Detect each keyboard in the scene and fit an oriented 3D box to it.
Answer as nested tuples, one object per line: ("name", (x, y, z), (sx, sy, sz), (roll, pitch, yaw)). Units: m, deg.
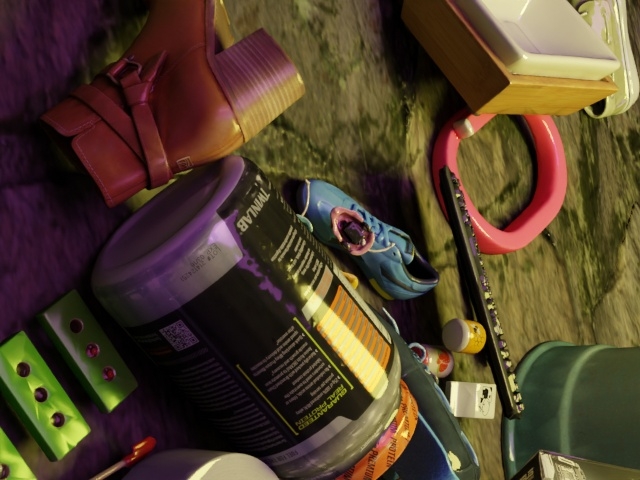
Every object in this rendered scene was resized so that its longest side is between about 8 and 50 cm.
("keyboard", (0.204, 0.069, 1.360), (0.201, 0.033, 0.317), (45, 30, -80))

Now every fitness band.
("fitness band", (0.263, -0.101, 1.531), (0.291, 0.054, 0.209), (-37, 105, -45))

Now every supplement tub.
("supplement tub", (-0.053, 0.091, 1.032), (0.316, 0.193, 0.193), (53, 46, -21))

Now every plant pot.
("plant pot", (0.475, 0.277, 1.423), (0.341, 0.334, 0.341), (16, 67, -42))

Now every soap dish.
("soap dish", (0.261, -0.276, 1.488), (0.291, 0.118, 0.229), (-6, 54, -48))

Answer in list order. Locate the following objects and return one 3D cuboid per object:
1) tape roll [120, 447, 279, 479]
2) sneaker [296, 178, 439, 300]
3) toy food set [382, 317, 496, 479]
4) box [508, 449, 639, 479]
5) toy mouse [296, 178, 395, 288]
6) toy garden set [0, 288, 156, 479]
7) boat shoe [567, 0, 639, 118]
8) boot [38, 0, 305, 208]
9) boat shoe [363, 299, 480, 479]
("tape roll", (-0.110, 0.297, 0.956), (0.219, 0.072, 0.219), (2, 87, -56))
("sneaker", (0.061, -0.007, 1.268), (0.209, 0.082, 0.069), (43, 52, -27))
("toy food set", (0.123, 0.203, 1.235), (0.104, 0.111, 0.232), (11, 82, -42))
("box", (0.335, 0.352, 1.230), (0.307, 0.242, 0.076), (13, 50, -12))
("toy mouse", (0.000, 0.000, 1.204), (0.161, 0.031, 0.143), (-21, 98, -15))
("toy garden set", (-0.245, 0.193, 0.908), (0.204, 0.049, 0.244), (59, 43, -13))
("boat shoe", (0.446, -0.347, 1.766), (0.094, 0.109, 0.302), (-30, 102, -45))
("boot", (-0.173, -0.161, 1.049), (0.220, 0.283, 0.109), (-34, 149, -11))
("boat shoe", (0.083, 0.175, 1.182), (0.089, 0.109, 0.258), (13, 42, -47))
